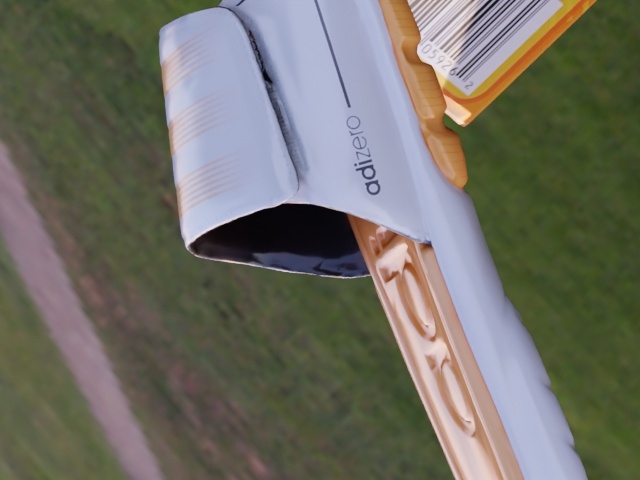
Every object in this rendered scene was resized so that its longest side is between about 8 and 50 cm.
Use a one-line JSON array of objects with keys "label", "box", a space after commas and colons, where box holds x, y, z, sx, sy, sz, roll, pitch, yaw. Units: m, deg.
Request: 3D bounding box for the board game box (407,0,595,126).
[{"label": "board game box", "box": [0.026, -0.353, 0.891, 0.356, 0.356, 0.356, 34, -161, -39]}]

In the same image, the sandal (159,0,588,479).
[{"label": "sandal", "box": [0.002, -0.002, 0.540, 0.102, 0.076, 0.265, 115, 134, -72]}]
